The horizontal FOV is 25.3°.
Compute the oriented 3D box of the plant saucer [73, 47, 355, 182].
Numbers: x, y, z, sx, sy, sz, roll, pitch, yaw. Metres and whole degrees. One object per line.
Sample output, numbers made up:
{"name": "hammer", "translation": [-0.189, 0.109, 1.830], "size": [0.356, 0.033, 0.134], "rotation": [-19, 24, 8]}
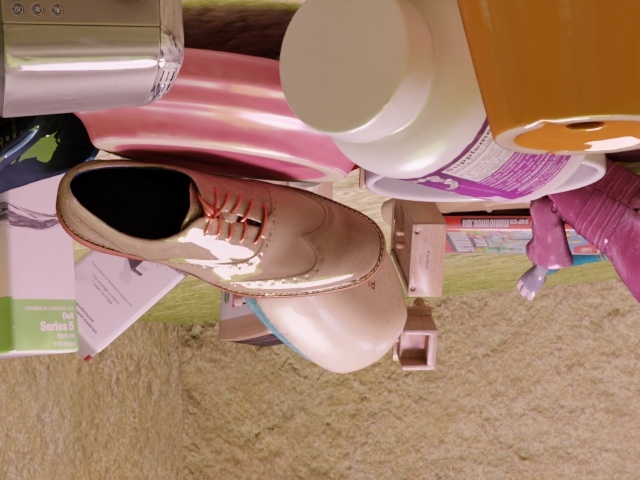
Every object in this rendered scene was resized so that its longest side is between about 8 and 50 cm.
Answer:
{"name": "plant saucer", "translation": [-0.094, -0.116, 1.400], "size": [0.332, 0.084, 0.332], "rotation": [7, 175, 1]}

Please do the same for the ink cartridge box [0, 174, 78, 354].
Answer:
{"name": "ink cartridge box", "translation": [-0.395, 0.002, 1.667], "size": [0.198, 0.273, 0.114], "rotation": [-7, 173, 33]}

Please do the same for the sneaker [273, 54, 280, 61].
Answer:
{"name": "sneaker", "translation": [-0.019, -0.167, 1.394], "size": [0.043, 0.040, 0.109], "rotation": [6, 168, -35]}

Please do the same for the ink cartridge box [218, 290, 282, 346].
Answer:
{"name": "ink cartridge box", "translation": [-0.070, 0.029, 2.049], "size": [0.088, 0.235, 0.193], "rotation": [7, 169, -25]}

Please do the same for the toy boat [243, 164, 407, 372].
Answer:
{"name": "toy boat", "translation": [0.000, 0.000, 1.681], "size": [0.148, 0.318, 0.267], "rotation": [-14, 142, 33]}

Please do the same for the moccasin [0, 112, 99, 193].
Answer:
{"name": "moccasin", "translation": [-0.398, -0.104, 1.531], "size": [0.342, 0.138, 0.117], "rotation": [-21, 160, 22]}

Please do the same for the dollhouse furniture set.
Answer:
{"name": "dollhouse furniture set", "translation": [-0.022, 0.014, 1.933], "size": [0.355, 0.303, 0.174], "rotation": [-1, -160, -5]}

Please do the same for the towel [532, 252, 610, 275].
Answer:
{"name": "towel", "translation": [0.555, -0.016, 2.286], "size": [0.370, 0.040, 0.271], "rotation": [-10, -170, 44]}

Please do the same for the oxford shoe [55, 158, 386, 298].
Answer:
{"name": "oxford shoe", "translation": [-0.099, -0.010, 1.452], "size": [0.348, 0.123, 0.130], "rotation": [7, 174, -6]}

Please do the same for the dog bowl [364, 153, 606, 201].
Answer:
{"name": "dog bowl", "translation": [0.179, -0.115, 1.578], "size": [0.264, 0.104, 0.265], "rotation": [-2, 172, 0]}

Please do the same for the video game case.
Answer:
{"name": "video game case", "translation": [0.271, -0.007, 2.115], "size": [0.285, 0.025, 0.204], "rotation": [0, 170, 11]}

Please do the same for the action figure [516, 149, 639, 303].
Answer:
{"name": "action figure", "translation": [0.353, -0.024, 1.716], "size": [0.370, 0.248, 0.276], "rotation": [30, 177, 20]}

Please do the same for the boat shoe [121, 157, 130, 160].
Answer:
{"name": "boat shoe", "translation": [-0.220, -0.112, 1.747], "size": [0.056, 0.048, 0.153], "rotation": [-14, 180, -6]}

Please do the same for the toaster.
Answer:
{"name": "toaster", "translation": [-0.186, -0.163, 1.077], "size": [0.146, 0.129, 0.227], "rotation": [-2, 171, -14]}

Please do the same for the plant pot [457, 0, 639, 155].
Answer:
{"name": "plant pot", "translation": [0.177, -0.161, 0.962], "size": [0.205, 0.188, 0.205], "rotation": [-2, 172, 0]}

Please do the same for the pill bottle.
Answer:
{"name": "pill bottle", "translation": [0.103, -0.129, 1.230], "size": [0.169, 0.169, 0.301], "rotation": [-8, 169, 36]}

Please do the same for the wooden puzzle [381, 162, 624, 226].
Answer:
{"name": "wooden puzzle", "translation": [0.303, -0.064, 2.087], "size": [0.347, 0.081, 0.322], "rotation": [6, 169, -20]}

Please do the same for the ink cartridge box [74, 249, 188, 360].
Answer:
{"name": "ink cartridge box", "translation": [-0.250, 0.031, 1.971], "size": [0.273, 0.114, 0.197], "rotation": [-42, -177, -16]}
